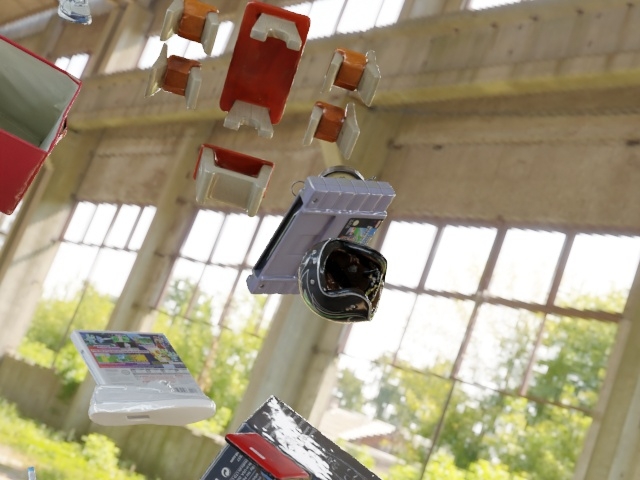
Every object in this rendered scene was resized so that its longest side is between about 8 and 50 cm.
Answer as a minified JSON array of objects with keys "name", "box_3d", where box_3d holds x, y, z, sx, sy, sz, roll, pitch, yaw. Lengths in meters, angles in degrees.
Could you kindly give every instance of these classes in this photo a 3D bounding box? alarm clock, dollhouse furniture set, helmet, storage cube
[{"name":"alarm clock","box_3d":[0.027,-0.112,2.284,0.192,0.129,0.064,7,18,-5]},{"name":"dollhouse furniture set","box_3d":[-0.086,-0.175,1.246,0.262,0.259,0.135,16,30,-10]},{"name":"helmet","box_3d":[0.037,0.078,1.894,0.161,0.170,0.169,15,-13,11]},{"name":"storage cube","box_3d":[-0.532,-0.193,1.595,0.215,0.184,0.193,27,-43,-19]}]

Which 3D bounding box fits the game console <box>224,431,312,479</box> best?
[{"name":"game console","box_3d":[-0.089,0.390,1.630,0.144,0.085,0.124,28,11,40]}]

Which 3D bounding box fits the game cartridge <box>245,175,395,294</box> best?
[{"name":"game cartridge","box_3d":[0.000,0.000,2.226,0.230,0.068,0.355,5,-44,-30]}]

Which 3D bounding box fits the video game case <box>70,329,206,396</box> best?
[{"name":"video game case","box_3d":[-0.326,0.229,1.756,0.201,0.023,0.183,8,31,-45]}]

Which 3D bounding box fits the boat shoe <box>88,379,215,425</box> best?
[{"name":"boat shoe","box_3d":[-0.248,0.237,1.452,0.184,0.063,0.066,-4,-35,1]}]

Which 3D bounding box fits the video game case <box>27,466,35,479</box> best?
[{"name":"video game case","box_3d":[-0.581,0.556,1.996,0.015,0.166,0.119,-6,-23,-19]}]

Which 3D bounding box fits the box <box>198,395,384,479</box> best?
[{"name":"box","box_3d":[-0.031,0.540,2.010,0.395,0.212,0.293,37,6,7]}]

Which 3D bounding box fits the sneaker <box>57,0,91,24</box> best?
[{"name":"sneaker","box_3d":[-0.411,-0.407,1.630,0.052,0.058,0.135,1,39,-32]}]
